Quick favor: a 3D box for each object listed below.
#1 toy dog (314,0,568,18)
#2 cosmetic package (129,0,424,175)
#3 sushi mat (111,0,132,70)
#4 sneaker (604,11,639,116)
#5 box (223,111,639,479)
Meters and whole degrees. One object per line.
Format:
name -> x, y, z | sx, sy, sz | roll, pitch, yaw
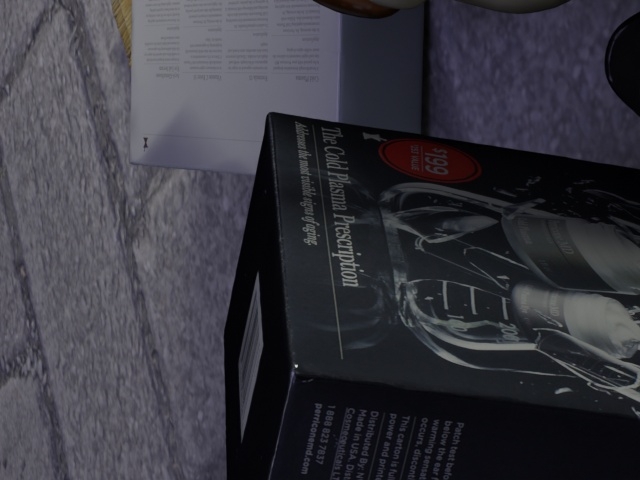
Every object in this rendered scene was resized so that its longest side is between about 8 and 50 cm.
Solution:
toy dog -> 0.067, -0.290, 1.317 | 0.408, 0.395, 0.284 | -155, 79, -77
cosmetic package -> -0.049, -0.200, 1.705 | 0.377, 0.097, 0.284 | 9, 97, 57
sushi mat -> -0.146, -0.274, 1.974 | 0.316, 0.019, 0.151 | -48, 51, 52
sneaker -> 0.246, -0.091, 1.177 | 0.283, 0.124, 0.107 | 35, 122, 55
box -> 0.110, 0.085, 1.144 | 0.343, 0.313, 0.179 | -98, 19, -63
